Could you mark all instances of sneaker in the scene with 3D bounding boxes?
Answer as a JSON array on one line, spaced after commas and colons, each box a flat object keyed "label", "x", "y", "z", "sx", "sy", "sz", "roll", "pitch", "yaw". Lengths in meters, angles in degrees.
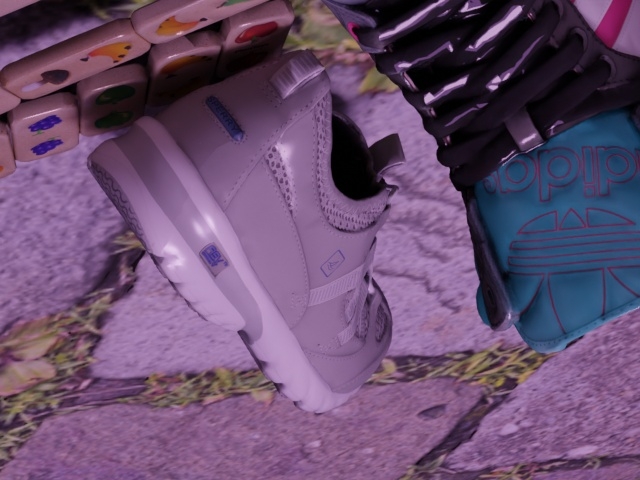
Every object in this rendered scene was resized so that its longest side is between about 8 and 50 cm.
[{"label": "sneaker", "x": 0.078, "y": -0.051, "z": 0.747, "sx": 0.124, "sy": 0.178, "sz": 0.295, "roll": -29, "pitch": 151, "yaw": 24}, {"label": "sneaker", "x": 0.000, "y": 0.000, "z": 0.887, "sx": 0.115, "sy": 0.105, "sz": 0.281, "roll": -36, "pitch": 160, "yaw": 3}]

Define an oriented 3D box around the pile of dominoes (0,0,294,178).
[{"label": "pile of dominoes", "x": -0.126, "y": -0.045, "z": 0.753, "sx": 0.251, "sy": 0.040, "sz": 0.196, "roll": -21, "pitch": 166, "yaw": 11}]
